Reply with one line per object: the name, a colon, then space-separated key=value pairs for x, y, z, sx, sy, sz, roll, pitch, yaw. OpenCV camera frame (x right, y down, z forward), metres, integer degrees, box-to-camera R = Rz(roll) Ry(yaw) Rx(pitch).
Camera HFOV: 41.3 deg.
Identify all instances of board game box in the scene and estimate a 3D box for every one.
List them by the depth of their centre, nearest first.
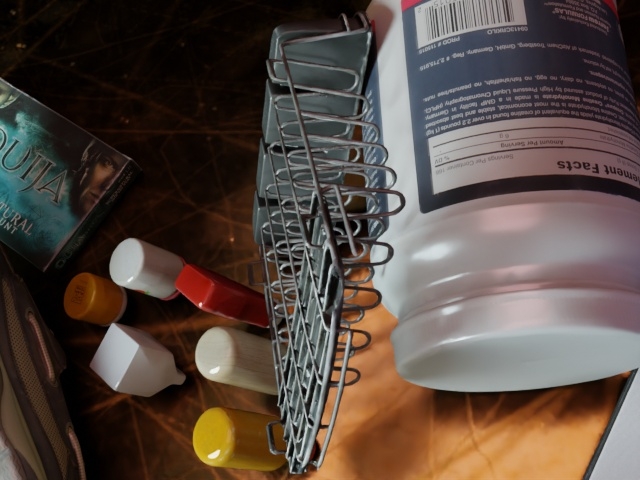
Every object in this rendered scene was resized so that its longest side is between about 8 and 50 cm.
board game box: x=-0.271 y=-0.063 z=0.781 sx=0.186 sy=0.026 sz=0.126 roll=31 pitch=79 yaw=22

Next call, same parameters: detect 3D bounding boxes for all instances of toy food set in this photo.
toy food set: x=-0.093 y=0.079 z=0.664 sx=0.232 sy=0.105 sz=0.111 roll=29 pitch=91 yaw=40

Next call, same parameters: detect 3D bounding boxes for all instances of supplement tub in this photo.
supplement tub: x=0.126 y=-0.046 z=0.590 sx=0.191 sy=0.191 sz=0.272 roll=-7 pitch=68 yaw=11

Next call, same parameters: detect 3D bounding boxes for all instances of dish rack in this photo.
dish rack: x=0.000 y=0.000 z=0.547 sx=0.074 sy=0.208 sz=0.271 roll=-1 pitch=42 yaw=-10

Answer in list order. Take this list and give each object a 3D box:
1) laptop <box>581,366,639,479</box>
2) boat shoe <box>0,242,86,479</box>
laptop: x=0.381 y=0.029 z=0.414 sx=0.408 sy=0.236 sz=0.381 roll=20 pitch=66 yaw=31
boat shoe: x=-0.277 y=0.098 z=0.666 sx=0.132 sy=0.130 sz=0.355 roll=-23 pitch=71 yaw=7
